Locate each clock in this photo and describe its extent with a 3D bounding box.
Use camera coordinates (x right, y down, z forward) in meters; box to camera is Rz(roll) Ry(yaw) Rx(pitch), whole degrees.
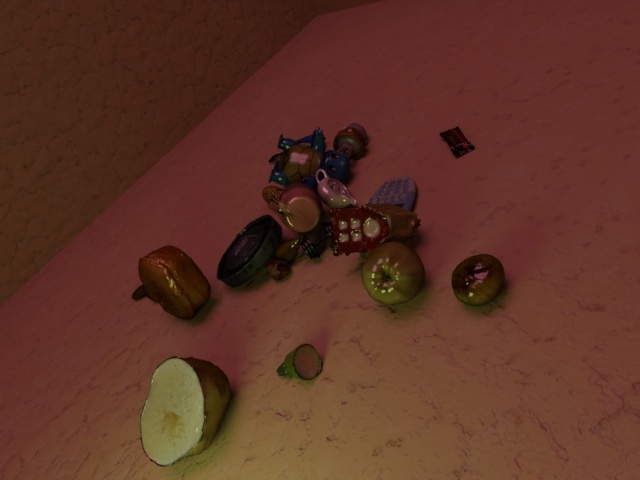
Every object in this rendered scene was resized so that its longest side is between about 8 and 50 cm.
[{"bbox_3d":[-0.282,0.040,1.935,0.325,0.067,0.325,-37,27,22],"label":"clock"}]

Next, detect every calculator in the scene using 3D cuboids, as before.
[{"bbox_3d":[0.252,-0.129,1.778,0.188,0.042,0.303,-6,44,34],"label":"calculator"}]

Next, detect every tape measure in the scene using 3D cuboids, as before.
[{"bbox_3d":[-0.147,-0.402,2.383,0.350,0.098,0.215,-16,38,29],"label":"tape measure"}]

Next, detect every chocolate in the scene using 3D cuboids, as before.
[{"bbox_3d":[0.516,-0.378,1.862,0.085,0.028,0.183,-22,37,5],"label":"chocolate"}]

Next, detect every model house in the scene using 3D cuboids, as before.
[{"bbox_3d":[0.181,-0.042,1.568,0.253,0.160,0.195,-8,-1,36],"label":"model house"}]

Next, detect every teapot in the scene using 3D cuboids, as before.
[{"bbox_3d":[0.048,-0.191,1.932,0.226,0.145,0.092,49,123,21],"label":"teapot"}]

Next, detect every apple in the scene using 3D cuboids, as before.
[{"bbox_3d":[0.210,0.098,1.422,0.199,0.200,0.200,-22,37,18],"label":"apple"}]

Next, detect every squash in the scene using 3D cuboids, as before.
[{"bbox_3d":[-0.076,0.365,1.451,0.132,0.105,0.105,-24,32,47],"label":"squash"}]

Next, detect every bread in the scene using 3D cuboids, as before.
[{"bbox_3d":[-0.569,0.166,1.905,0.312,0.313,0.172,9,40,45],"label":"bread"}]

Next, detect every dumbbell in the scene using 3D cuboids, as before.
[{"bbox_3d":[0.000,0.000,1.786,0.208,0.099,0.099,-36,35,-3],"label":"dumbbell"}]

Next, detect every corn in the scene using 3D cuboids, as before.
[{"bbox_3d":[-0.169,-0.174,2.134,0.102,0.102,0.312,-46,33,-15],"label":"corn"}]

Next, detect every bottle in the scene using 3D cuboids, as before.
[{"bbox_3d":[-0.092,-0.122,1.843,0.297,0.206,0.173,-110,40,-76],"label":"bottle"}]

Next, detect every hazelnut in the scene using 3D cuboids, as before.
[{"bbox_3d":[-0.154,0.106,1.814,0.086,0.086,0.087,-22,37,18],"label":"hazelnut"}]

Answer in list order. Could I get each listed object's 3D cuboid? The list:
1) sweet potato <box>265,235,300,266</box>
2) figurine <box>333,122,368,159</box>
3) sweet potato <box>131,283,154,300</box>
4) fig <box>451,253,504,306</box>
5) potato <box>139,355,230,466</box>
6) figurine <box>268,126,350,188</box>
[{"bbox_3d":[-0.149,0.057,1.869,0.269,0.074,0.075,-31,31,38],"label":"sweet potato"},{"bbox_3d":[0.139,-0.445,2.179,0.143,0.144,0.271,-20,18,21],"label":"figurine"},{"bbox_3d":[-0.770,0.229,2.192,0.232,0.062,0.081,-4,47,41],"label":"sweet potato"},{"bbox_3d":[0.419,0.103,1.300,0.153,0.121,0.136,-39,40,-5],"label":"fig"},{"bbox_3d":[-0.382,0.503,1.459,0.246,0.196,0.300,10,82,29],"label":"potato"},{"bbox_3d":[-0.082,-0.311,2.104,0.415,0.243,0.298,0,66,41],"label":"figurine"}]
